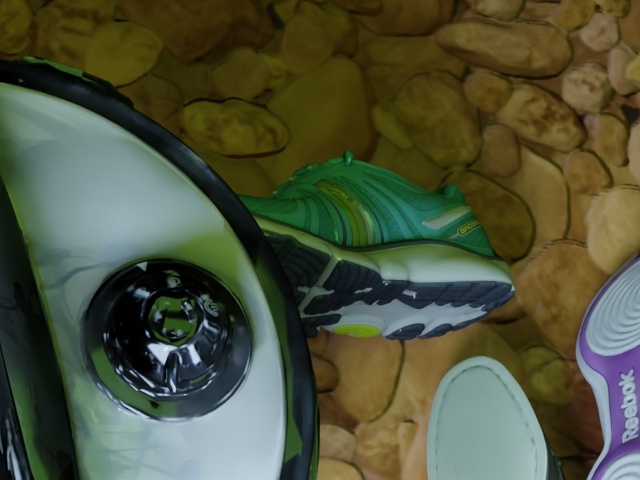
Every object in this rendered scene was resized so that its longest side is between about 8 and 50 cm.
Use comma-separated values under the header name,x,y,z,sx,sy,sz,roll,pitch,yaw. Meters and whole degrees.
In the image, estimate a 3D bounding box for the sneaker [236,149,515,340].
name,x,y,z,sx,sy,sz,roll,pitch,yaw
sneaker,0.000,0.000,1.149,0.275,0.107,0.110,7,55,-40

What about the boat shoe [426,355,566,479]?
name,x,y,z,sx,sy,sz,roll,pitch,yaw
boat shoe,0.126,0.185,1.144,0.081,0.069,0.227,-23,64,22

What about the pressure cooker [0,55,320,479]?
name,x,y,z,sx,sy,sz,roll,pitch,yaw
pressure cooker,-0.192,0.107,0.914,0.370,0.420,0.375,34,66,2

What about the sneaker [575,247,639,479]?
name,x,y,z,sx,sy,sz,roll,pitch,yaw
sneaker,0.243,0.122,1.186,0.152,0.114,0.305,39,48,-33
